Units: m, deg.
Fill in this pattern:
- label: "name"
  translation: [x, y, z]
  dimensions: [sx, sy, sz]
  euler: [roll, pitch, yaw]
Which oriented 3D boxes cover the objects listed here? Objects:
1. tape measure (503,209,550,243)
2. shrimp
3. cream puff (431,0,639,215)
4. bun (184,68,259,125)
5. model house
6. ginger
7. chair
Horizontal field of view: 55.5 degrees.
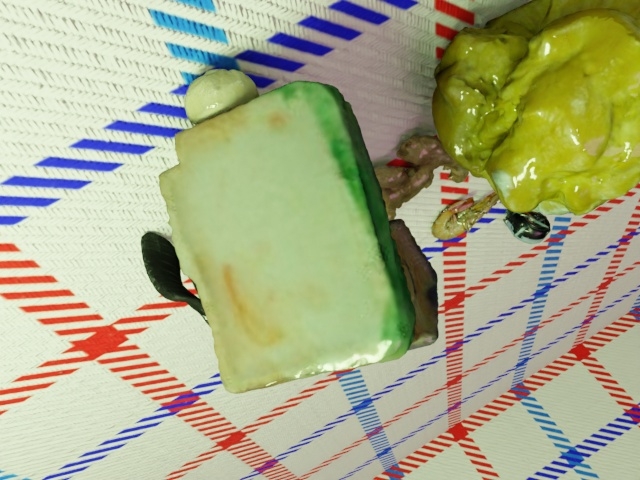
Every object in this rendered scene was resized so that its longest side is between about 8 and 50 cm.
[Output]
- label: "tape measure"
  translation: [0.456, -0.036, 1.338]
  dimensions: [0.091, 0.094, 0.054]
  euler: [-14, 141, -31]
- label: "shrimp"
  translation: [0.289, -0.061, 1.217]
  dimensions: [0.162, 0.045, 0.095]
  euler: [-38, 128, 14]
- label: "cream puff"
  translation: [0.301, -0.203, 0.802]
  dimensions: [0.378, 0.276, 0.378]
  euler: [-50, -177, 4]
- label: "bun"
  translation: [-0.112, -0.163, 0.679]
  dimensions: [0.086, 0.054, 0.086]
  euler: [-17, -176, 1]
- label: "model house"
  translation: [0.000, 0.000, 0.732]
  dimensions: [0.245, 0.312, 0.280]
  euler: [-21, 170, 23]
- label: "ginger"
  translation: [0.120, -0.086, 1.003]
  dimensions: [0.259, 0.065, 0.149]
  euler: [-32, 136, 6]
- label: "chair"
  translation: [-0.134, 0.048, 0.874]
  dimensions: [0.145, 0.140, 0.221]
  euler: [-36, 145, 2]
